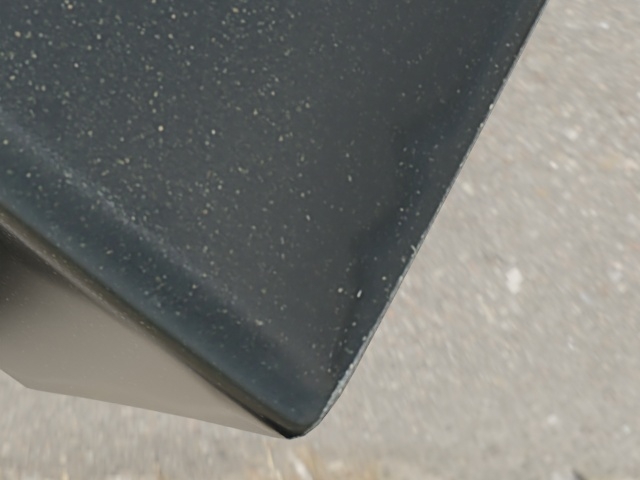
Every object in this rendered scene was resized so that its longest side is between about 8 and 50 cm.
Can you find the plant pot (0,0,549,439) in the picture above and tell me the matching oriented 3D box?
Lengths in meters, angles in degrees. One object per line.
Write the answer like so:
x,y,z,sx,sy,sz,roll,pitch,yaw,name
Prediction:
-0.059,-0.086,0.399,0.167,0.188,0.187,32,77,-21,plant pot
